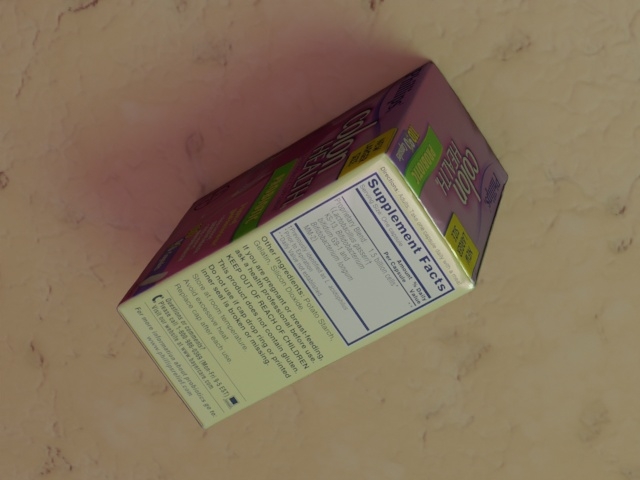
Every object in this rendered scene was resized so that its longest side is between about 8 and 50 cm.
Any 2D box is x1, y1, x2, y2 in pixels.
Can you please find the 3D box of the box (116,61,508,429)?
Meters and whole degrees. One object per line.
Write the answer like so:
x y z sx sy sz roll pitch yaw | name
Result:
0.000 0.000 1.350 0.243 0.213 0.117 -29 104 22 | box
